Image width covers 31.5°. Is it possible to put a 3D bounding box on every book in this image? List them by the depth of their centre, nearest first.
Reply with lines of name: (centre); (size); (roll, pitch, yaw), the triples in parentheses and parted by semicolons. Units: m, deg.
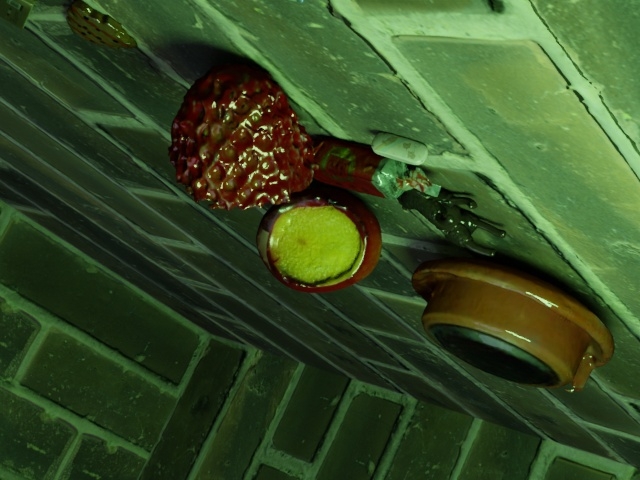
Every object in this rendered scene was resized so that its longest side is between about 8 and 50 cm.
book: (-0.544, -0.402, 1.769); (0.199, 0.016, 0.138); (30, 165, -17)

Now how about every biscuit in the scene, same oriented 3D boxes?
biscuit: (-0.341, -0.319, 1.713); (0.119, 0.019, 0.130); (35, 163, -31)

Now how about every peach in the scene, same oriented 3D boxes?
peach: (0.000, 0.000, 1.922); (0.196, 0.190, 0.226); (42, 167, -22)

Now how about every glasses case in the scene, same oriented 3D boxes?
glasses case: (0.111, -0.129, 1.591); (0.083, 0.032, 0.021); (20, 162, 26)

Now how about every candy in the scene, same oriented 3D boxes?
candy: (0.052, -0.109, 1.710); (0.292, 0.059, 0.086); (17, 164, 35)

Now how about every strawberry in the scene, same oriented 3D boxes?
strawberry: (-0.104, -0.171, 1.615); (0.234, 0.234, 0.178); (22, 134, 14)

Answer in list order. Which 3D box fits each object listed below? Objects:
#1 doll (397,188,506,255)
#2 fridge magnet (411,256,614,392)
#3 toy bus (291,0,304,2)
doll: (0.185, -0.042, 1.735); (0.165, 0.057, 0.139); (23, 170, 46)
fridge magnet: (0.320, 0.138, 1.931); (0.364, 0.155, 0.363); (24, 164, 7)
toy bus: (-0.077, -0.302, 1.271); (0.153, 0.051, 0.061); (16, 175, 33)
